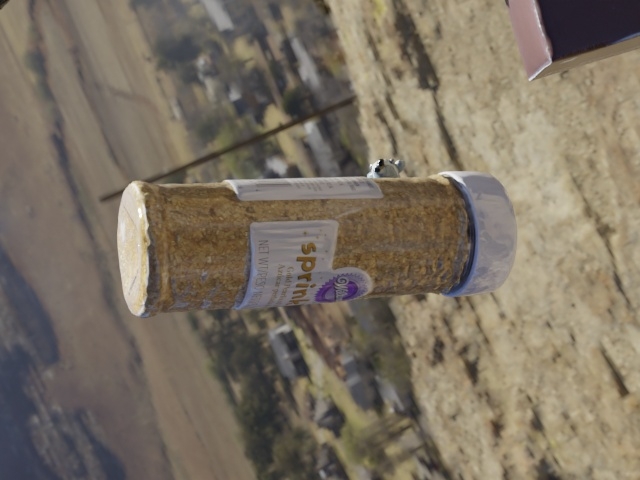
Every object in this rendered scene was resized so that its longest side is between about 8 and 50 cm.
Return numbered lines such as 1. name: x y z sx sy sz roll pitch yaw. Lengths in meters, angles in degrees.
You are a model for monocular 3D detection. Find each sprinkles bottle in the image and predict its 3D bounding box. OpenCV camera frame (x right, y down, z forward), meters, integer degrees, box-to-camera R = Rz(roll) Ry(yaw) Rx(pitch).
1. sprinkles bottle: 0.000 0.000 0.986 0.121 0.356 0.121 177 90 -68

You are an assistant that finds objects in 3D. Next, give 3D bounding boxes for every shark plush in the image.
1. shark plush: 0.125 -0.111 1.891 0.161 0.073 0.067 72 179 -78

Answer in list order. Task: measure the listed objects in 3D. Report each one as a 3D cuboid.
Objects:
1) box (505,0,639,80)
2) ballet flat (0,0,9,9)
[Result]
1. box: 0.269 -0.287 1.081 0.167 0.169 0.203 -30 -76 -86
2. ballet flat: -0.226 -0.128 0.507 0.074 0.074 0.203 64 -154 0
